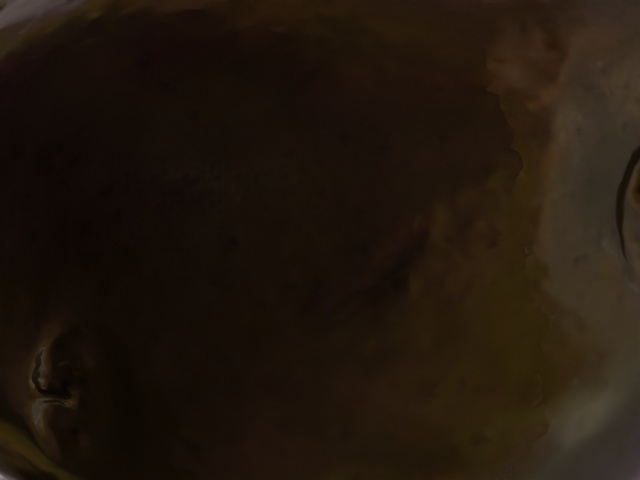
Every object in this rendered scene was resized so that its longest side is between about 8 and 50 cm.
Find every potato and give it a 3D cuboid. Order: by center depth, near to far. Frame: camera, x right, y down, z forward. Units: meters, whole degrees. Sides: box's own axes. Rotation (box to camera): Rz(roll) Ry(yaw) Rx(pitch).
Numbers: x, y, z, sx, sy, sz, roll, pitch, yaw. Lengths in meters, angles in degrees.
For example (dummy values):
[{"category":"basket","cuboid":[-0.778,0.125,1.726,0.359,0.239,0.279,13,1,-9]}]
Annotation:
[{"category":"potato","cuboid":[0.000,0.000,0.608,0.243,0.326,0.221,-79,169,-71]}]
